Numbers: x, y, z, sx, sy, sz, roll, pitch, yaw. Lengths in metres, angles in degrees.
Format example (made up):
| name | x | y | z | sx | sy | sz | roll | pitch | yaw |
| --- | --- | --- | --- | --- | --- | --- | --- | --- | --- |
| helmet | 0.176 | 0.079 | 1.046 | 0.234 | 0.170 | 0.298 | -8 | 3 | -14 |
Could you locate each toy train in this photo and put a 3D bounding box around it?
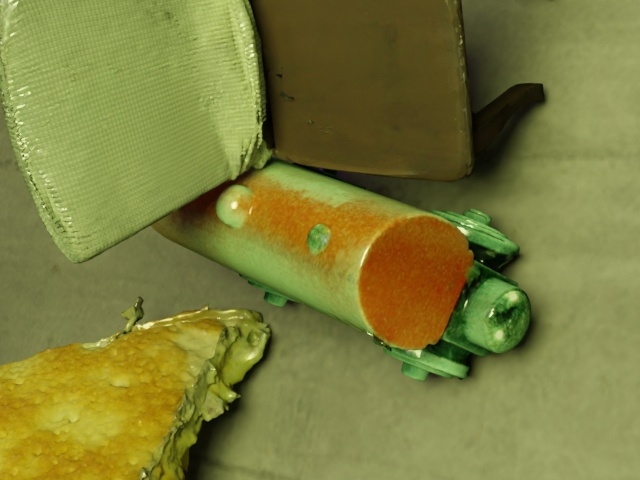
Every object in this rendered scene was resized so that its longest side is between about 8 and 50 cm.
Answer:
| name | x | y | z | sx | sy | sz | roll | pitch | yaw |
| --- | --- | --- | --- | --- | --- | --- | --- | --- | --- |
| toy train | 0.000 | 0.000 | 0.763 | 0.285 | 0.177 | 0.116 | 24 | 91 | 47 |

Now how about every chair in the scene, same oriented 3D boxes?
| name | x | y | z | sx | sy | sz | roll | pitch | yaw |
| --- | --- | --- | --- | --- | --- | --- | --- | --- | --- |
| chair | -0.005 | -0.109 | 0.672 | 0.186 | 0.319 | 0.160 | 7 | 115 | 30 |

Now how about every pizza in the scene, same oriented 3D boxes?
| name | x | y | z | sx | sy | sz | roll | pitch | yaw |
| --- | --- | --- | --- | --- | --- | --- | --- | --- | --- |
| pizza | -0.142 | 0.138 | 0.822 | 0.287 | 0.075 | 0.280 | -28 | 38 | -27 |
